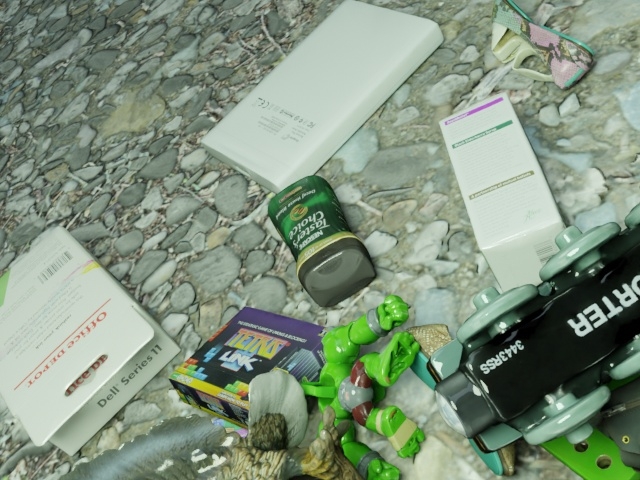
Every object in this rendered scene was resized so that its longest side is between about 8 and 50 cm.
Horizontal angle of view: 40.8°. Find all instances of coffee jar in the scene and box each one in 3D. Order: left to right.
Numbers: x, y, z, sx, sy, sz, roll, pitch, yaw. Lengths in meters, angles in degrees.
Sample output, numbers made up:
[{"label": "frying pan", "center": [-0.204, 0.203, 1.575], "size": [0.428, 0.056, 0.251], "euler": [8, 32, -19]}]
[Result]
[{"label": "coffee jar", "center": [0.000, 0.000, 1.118], "size": [0.096, 0.079, 0.184], "euler": [-33, 42, 4]}]

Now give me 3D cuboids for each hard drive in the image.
[{"label": "hard drive", "center": [-0.003, -0.234, 1.359], "size": [0.353, 0.047, 0.233], "euler": [-47, 42, -11]}]

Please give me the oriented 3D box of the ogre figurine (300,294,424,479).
[{"label": "ogre figurine", "center": [0.044, 0.160, 0.919], "size": [0.097, 0.197, 0.118], "euler": [-17, 9, -41]}]

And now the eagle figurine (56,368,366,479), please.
[{"label": "eagle figurine", "center": [-0.098, 0.271, 0.801], "size": [0.298, 0.225, 0.226], "euler": [-29, 79, 6]}]

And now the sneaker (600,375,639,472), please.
[{"label": "sneaker", "center": [0.310, 0.183, 0.679], "size": [0.118, 0.083, 0.222], "euler": [-31, 30, 13]}]

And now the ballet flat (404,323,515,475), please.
[{"label": "ballet flat", "center": [0.156, 0.152, 0.889], "size": [0.067, 0.073, 0.206], "euler": [-20, 43, -16]}]

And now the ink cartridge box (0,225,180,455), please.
[{"label": "ink cartridge box", "center": [-0.338, 0.143, 1.180], "size": [0.207, 0.119, 0.353], "euler": [-44, 41, -10]}]

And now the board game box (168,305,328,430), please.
[{"label": "board game box", "center": [-0.076, 0.149, 1.017], "size": [0.170, 0.048, 0.141], "euler": [8, 44, 47]}]

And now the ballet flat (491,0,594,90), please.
[{"label": "ballet flat", "center": [0.286, -0.271, 1.191], "size": [0.079, 0.077, 0.221], "euler": [-50, 40, 13]}]

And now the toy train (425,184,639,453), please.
[{"label": "toy train", "center": [0.239, 0.065, 0.748], "size": [0.334, 0.190, 0.142], "euler": [-33, 77, -7]}]

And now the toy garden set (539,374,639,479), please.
[{"label": "toy garden set", "center": [0.344, 0.151, 0.779], "size": [0.244, 0.049, 0.204], "euler": [-43, 40, -10]}]

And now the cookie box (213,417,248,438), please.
[{"label": "cookie box", "center": [-0.080, 0.250, 0.971], "size": [0.092, 0.040, 0.107], "euler": [-15, 46, 20]}]

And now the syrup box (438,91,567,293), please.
[{"label": "syrup box", "center": [0.219, -0.060, 1.017], "size": [0.096, 0.093, 0.237], "euler": [-22, 43, 15]}]
